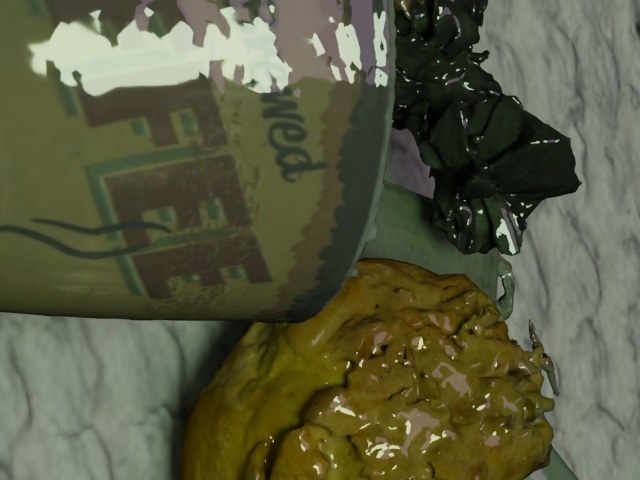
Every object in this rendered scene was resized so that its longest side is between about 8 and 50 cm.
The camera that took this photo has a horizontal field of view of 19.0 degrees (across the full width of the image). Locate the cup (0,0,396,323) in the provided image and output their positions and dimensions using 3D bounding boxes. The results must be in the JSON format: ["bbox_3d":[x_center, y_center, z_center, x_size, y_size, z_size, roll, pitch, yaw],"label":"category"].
[{"bbox_3d":[-0.127,-0.113,0.744,0.257,0.227,0.301,-2,90,-24],"label":"cup"}]

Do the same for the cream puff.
[{"bbox_3d":[0.032,0.101,0.937,0.189,0.129,0.189,-19,124,-31],"label":"cream puff"}]

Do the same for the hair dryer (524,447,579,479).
[{"bbox_3d":[0.175,0.147,1.165,0.229,0.092,0.267,46,42,-25],"label":"hair dryer"}]

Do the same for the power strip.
[{"bbox_3d":[0.000,-0.001,0.999,0.272,0.052,0.078,19,73,-44],"label":"power strip"}]

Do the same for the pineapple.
[{"bbox_3d":[0.055,-0.103,0.996,0.237,0.111,0.119,64,19,-3],"label":"pineapple"}]
